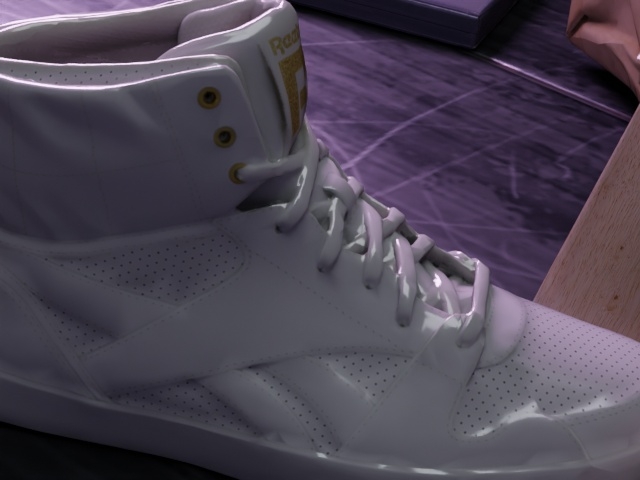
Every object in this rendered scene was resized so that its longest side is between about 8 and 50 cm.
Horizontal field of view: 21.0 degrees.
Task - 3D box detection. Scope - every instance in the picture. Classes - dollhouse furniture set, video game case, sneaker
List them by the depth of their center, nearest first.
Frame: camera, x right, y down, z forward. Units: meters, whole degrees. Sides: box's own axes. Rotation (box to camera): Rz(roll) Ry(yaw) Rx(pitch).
[{"bbox_3d":[0.000,0.000,0.632,0.293,0.169,0.108,9,28,1],"label":"sneaker"},{"bbox_3d":[0.199,0.026,0.742,0.144,0.123,0.151,26,-9,29],"label":"dollhouse furniture set"},{"bbox_3d":[0.052,-0.205,1.133,0.196,0.026,0.274,17,33,16],"label":"video game case"}]

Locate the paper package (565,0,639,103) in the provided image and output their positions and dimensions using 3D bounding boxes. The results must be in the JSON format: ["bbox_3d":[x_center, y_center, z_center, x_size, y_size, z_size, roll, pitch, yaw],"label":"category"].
[{"bbox_3d":[0.325,-0.204,0.904,0.325,0.309,0.168,0,27,-13],"label":"paper package"}]
